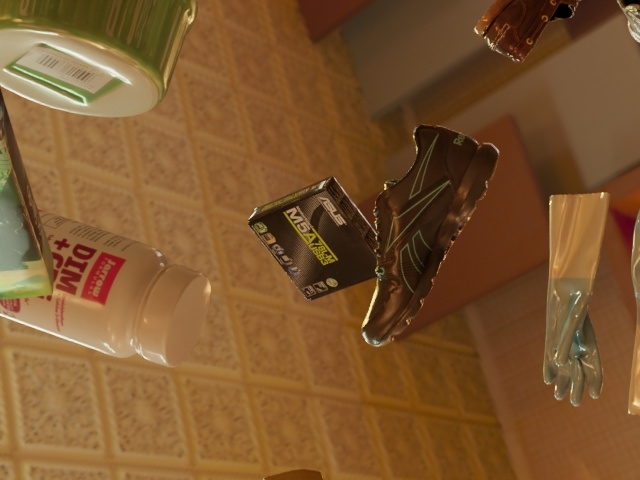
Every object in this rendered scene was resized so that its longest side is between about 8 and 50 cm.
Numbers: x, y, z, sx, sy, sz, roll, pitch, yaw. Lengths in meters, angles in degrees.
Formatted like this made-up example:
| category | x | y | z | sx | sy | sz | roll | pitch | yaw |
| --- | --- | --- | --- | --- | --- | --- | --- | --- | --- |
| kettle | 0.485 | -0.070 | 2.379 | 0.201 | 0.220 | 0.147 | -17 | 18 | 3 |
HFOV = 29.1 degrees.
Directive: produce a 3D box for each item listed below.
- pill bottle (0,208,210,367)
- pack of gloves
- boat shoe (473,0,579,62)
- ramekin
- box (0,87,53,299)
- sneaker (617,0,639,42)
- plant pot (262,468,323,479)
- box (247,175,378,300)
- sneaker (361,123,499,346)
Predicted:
| category | x | y | z | sx | sy | sz | roll | pitch | yaw |
| --- | --- | --- | --- | --- | --- | --- | --- | --- | --- |
| pill bottle | -0.305 | 0.067 | 1.689 | 0.283 | 0.160 | 0.160 | 17 | -153 | 16 |
| pack of gloves | 0.297 | 0.062 | 1.266 | 0.046 | 0.195 | 0.232 | 6 | -95 | -38 |
| boat shoe | 0.261 | -0.278 | 1.421 | 0.073 | 0.073 | 0.207 | 38 | -116 | 10 |
| ramekin | -0.328 | -0.286 | 1.660 | 0.303 | 0.303 | 0.148 | 28 | -115 | -41 |
| box | -0.403 | -0.032 | 1.219 | 0.322 | 0.232 | 0.058 | 93 | 172 | -61 |
| sneaker | 0.479 | -0.283 | 1.595 | 0.132 | 0.229 | 0.086 | 29 | -94 | -49 |
| plant pot | -0.031 | 0.371 | 1.770 | 0.081 | 0.083 | 0.081 | 97 | 151 | -68 |
| box | 0.000 | 0.000 | 2.074 | 0.190 | 0.184 | 0.045 | 53 | -138 | -21 |
| sneaker | 0.103 | -0.007 | 1.409 | 0.106 | 0.267 | 0.101 | 27 | -174 | 2 |
